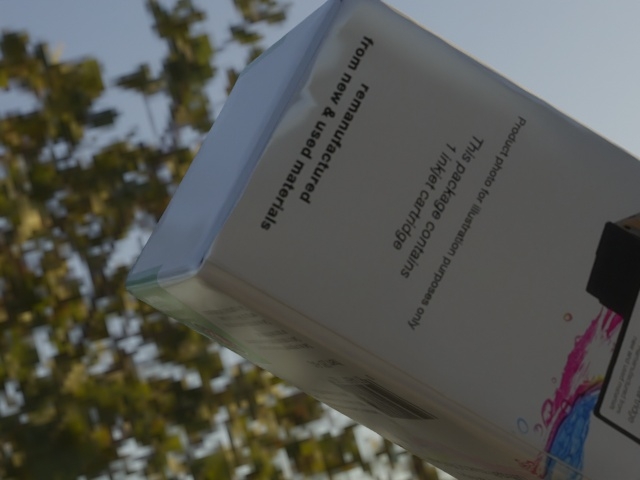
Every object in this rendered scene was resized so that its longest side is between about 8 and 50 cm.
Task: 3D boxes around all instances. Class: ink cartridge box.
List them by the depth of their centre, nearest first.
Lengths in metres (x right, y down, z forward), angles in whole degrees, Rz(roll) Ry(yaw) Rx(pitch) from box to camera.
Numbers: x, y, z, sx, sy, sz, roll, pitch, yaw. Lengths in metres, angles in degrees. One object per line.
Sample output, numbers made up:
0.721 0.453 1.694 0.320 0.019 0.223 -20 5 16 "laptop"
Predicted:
0.080 0.035 0.718 0.278 0.117 0.201 30 -9 -10 "ink cartridge box"
